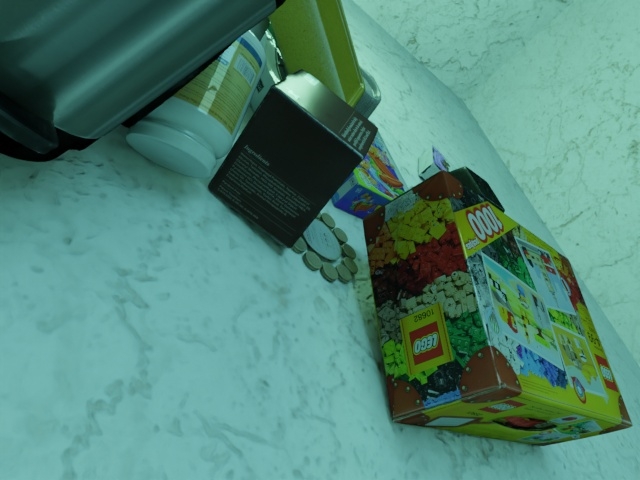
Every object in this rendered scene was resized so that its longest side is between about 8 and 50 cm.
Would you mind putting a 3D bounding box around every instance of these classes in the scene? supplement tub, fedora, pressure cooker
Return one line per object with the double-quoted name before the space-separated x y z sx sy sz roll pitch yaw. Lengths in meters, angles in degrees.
"supplement tub" -0.174 -0.204 0.726 0.144 0.144 0.200 29 73 -32
"fedora" 0.077 -0.435 1.460 0.243 0.124 0.276 21 34 -41
"pressure cooker" -0.281 -0.290 0.494 0.376 0.420 0.370 54 4 -17

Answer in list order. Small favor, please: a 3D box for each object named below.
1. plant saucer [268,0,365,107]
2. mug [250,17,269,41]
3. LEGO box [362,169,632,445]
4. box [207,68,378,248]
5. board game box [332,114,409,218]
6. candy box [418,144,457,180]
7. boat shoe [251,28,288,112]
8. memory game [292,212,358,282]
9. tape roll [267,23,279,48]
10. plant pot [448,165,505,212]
"plant saucer" 0.008 -0.385 1.039 0.333 0.080 0.333 -66 139 -60
"mug" -0.256 -0.417 0.857 0.328 0.276 0.375 38 45 -42
"LEGO box" 0.327 0.153 0.954 0.500 0.193 0.373 24 48 -39
"box" -0.041 -0.133 0.832 0.167 0.203 0.168 37 30 -5
"board game box" 0.089 -0.194 1.242 0.233 0.078 0.347 20 39 -42
"candy box" 0.422 -0.209 1.743 0.196 0.070 0.165 41 29 -14
"boat shoe" -0.103 -0.358 1.148 0.102 0.108 0.301 16 44 -45
"memory game" 0.000 0.000 0.941 0.186 0.012 0.186 35 31 -25
"tape roll" -0.182 -0.622 1.361 0.321 0.077 0.321 37 29 -24
"plant pot" 0.410 -0.100 1.488 0.188 0.167 0.188 23 37 -38
